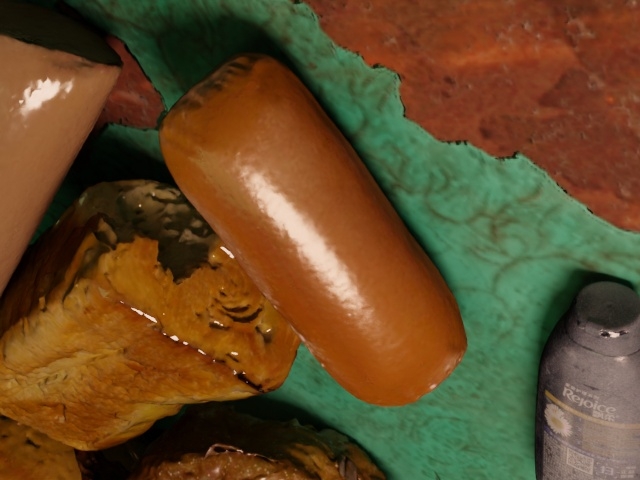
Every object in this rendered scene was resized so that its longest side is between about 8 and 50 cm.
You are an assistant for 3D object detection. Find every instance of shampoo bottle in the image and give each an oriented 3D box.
[{"bbox_3d":[0.190,0.121,0.807,0.087,0.049,0.233,18,141,25],"label":"shampoo bottle"}]

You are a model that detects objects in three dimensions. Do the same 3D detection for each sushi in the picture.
[{"bbox_3d":[-0.074,0.226,1.051,0.296,0.179,0.167,-13,104,14],"label":"sushi"}]

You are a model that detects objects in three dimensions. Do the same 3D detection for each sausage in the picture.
[{"bbox_3d":[-0.241,-0.059,0.835,0.123,0.123,0.253,35,117,0],"label":"sausage"},{"bbox_3d":[0.001,0.000,0.777,0.105,0.105,0.274,-11,125,45],"label":"sausage"}]

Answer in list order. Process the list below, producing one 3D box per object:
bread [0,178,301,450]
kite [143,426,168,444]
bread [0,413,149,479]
[{"bbox_3d":[-0.152,0.059,0.931,0.195,0.149,0.344,33,147,-23],"label":"bread"},{"bbox_3d":[-0.236,0.247,1.279,0.189,0.009,0.232,47,126,17],"label":"kite"},{"bbox_3d":[-0.283,0.234,1.175,0.340,0.194,0.179,41,133,22],"label":"bread"}]
